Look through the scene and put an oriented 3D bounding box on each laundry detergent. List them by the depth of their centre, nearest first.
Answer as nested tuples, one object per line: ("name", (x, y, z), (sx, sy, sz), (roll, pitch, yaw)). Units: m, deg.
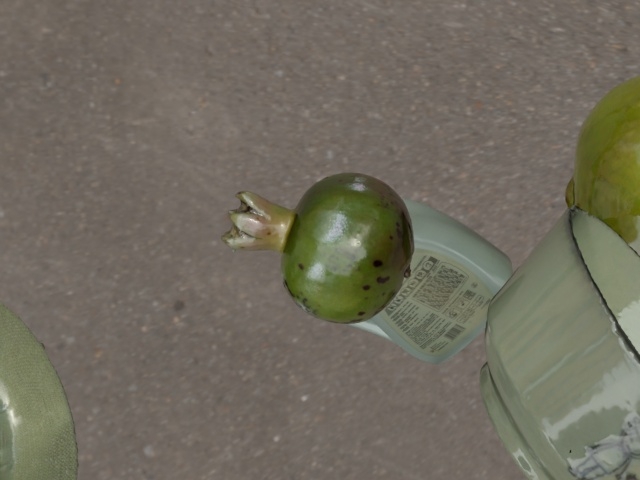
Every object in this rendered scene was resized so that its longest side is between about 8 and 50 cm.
("laundry detergent", (0.082, 0.041, 1.510), (0.280, 0.105, 0.215), (23, 131, -18))

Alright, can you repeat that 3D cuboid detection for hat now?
("hat", (-0.351, 0.178, 1.081), (0.130, 0.257, 0.257), (-26, 86, 20))

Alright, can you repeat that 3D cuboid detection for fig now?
("fig", (0.400, -0.033, 1.126), (0.326, 0.258, 0.258), (9, 101, 19))

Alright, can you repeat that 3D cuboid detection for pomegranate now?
("pomegranate", (0.000, 0.000, 0.870), (0.142, 0.114, 0.114), (17, 106, -3))

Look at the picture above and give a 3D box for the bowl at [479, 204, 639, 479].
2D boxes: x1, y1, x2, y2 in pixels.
("bowl", (0.174, 0.095, 0.720), (0.112, 0.211, 0.211), (-39, 80, 20))
